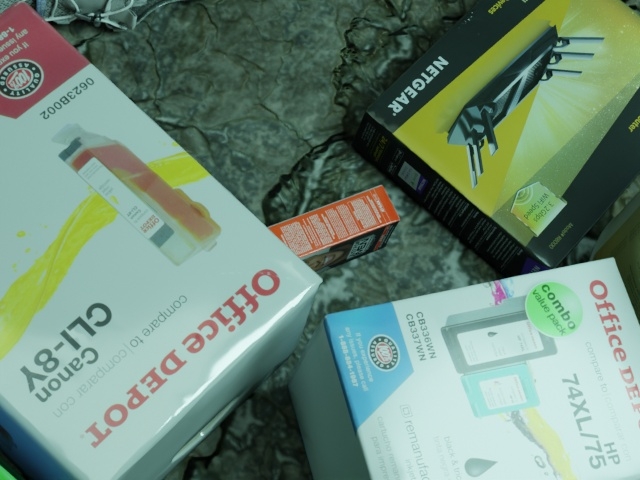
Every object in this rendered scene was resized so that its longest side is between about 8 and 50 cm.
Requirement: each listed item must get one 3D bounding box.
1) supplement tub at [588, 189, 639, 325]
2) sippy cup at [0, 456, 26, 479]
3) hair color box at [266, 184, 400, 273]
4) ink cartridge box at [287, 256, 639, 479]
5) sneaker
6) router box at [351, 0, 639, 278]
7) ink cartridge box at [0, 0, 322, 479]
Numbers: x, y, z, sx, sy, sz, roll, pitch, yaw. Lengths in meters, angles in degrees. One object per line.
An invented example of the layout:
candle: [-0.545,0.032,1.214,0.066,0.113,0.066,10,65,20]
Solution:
supplement tub: [0.374,0.029,1.232,0.228,0.316,0.228,4,66,-9]
sippy cup: [-0.350,0.238,1.067,0.305,0.240,0.224,27,70,45]
hair color box: [0.000,0.000,1.309,0.141,0.072,0.043,-20,72,-17]
ink cartridge box: [0.137,0.159,1.195,0.270,0.197,0.198,-11,70,-16]
sneaker: [-0.225,-0.258,1.360,0.281,0.105,0.115,-22,73,-19]
router box: [0.223,-0.132,1.404,0.243,0.081,0.309,41,66,8]
ink cartridge box: [-0.231,0.022,1.205,0.385,0.160,0.279,43,66,9]
